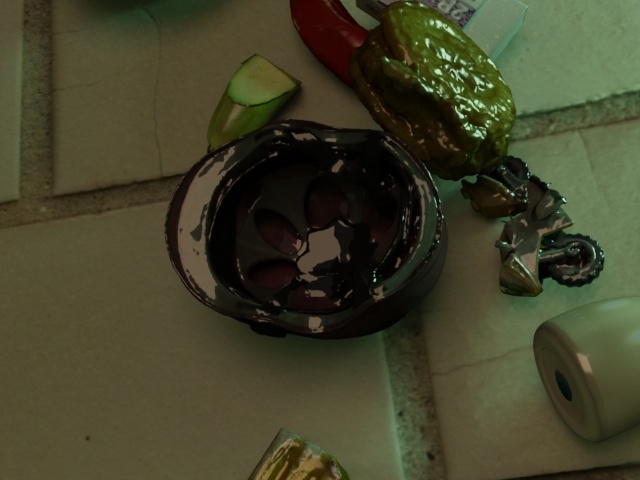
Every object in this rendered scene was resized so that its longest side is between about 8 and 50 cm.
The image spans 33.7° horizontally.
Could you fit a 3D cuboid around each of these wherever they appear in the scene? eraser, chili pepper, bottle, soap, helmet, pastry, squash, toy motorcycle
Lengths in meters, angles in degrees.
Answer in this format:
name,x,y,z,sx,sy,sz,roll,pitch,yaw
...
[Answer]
name,x,y,z,sx,sy,sz,roll,pitch,yaw
eraser,0.167,-0.328,1.475,0.210,0.068,0.124,36,76,11
chili pepper,0.038,-0.312,1.527,0.137,0.092,0.368,-25,64,-19
bottle,0.378,0.120,1.207,0.236,0.147,0.147,-23,61,-8
soap,-0.046,0.350,1.216,0.140,0.073,0.232,27,72,21
helmet,0.000,0.000,1.313,0.338,0.197,0.271,-3,71,19
pastry,0.139,-0.178,1.338,0.132,0.240,0.235,-44,22,33
squash,-0.111,-0.176,1.494,0.090,0.075,0.200,33,74,-2
toy motorcycle,0.248,-0.015,1.328,0.130,0.094,0.229,-33,52,0
